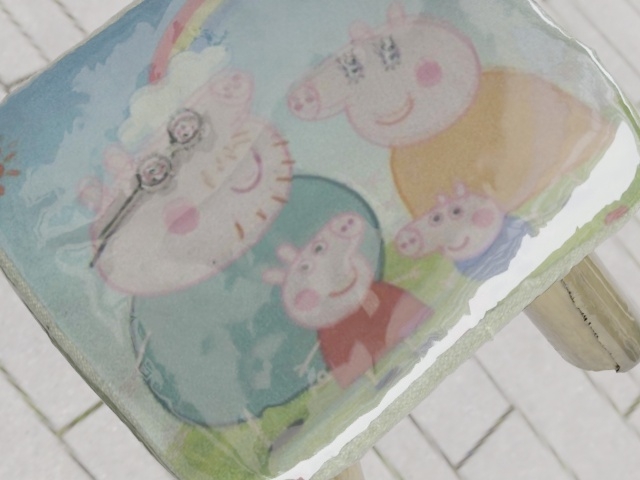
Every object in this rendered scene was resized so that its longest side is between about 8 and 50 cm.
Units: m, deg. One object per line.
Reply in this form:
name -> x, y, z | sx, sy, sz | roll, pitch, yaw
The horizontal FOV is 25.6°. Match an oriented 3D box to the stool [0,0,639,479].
stool -> 0.000, 0.000, 0.820 | 0.310, 0.226, 0.310 | -38, 60, -10
